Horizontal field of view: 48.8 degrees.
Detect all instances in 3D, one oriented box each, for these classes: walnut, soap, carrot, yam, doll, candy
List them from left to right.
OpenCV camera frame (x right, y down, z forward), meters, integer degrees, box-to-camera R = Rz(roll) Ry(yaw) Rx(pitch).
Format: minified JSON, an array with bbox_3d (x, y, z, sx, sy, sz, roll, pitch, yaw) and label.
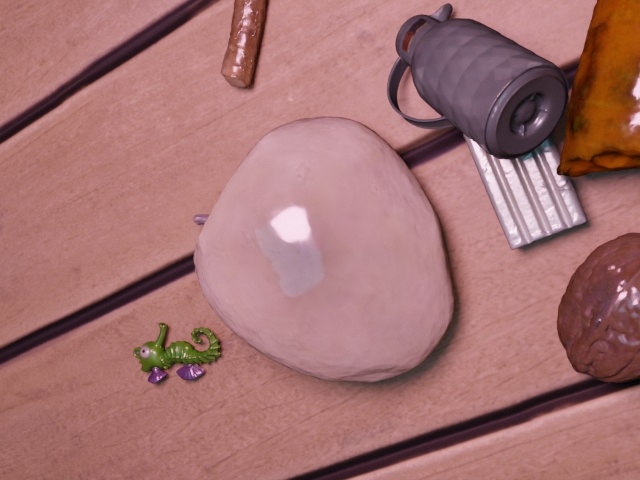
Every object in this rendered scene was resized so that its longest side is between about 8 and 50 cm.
[{"bbox_3d":[-0.273,0.210,1.339,0.191,0.050,0.115,-8,99,20],"label":"doll"},{"bbox_3d":[-0.124,-0.416,1.223,0.066,0.066,0.299,11,98,20],"label":"yam"},{"bbox_3d":[0.019,0.030,1.106,0.386,0.186,0.427,-45,91,2],"label":"candy"},{"bbox_3d":[0.312,-0.097,1.080,0.119,0.066,0.197,-23,86,19],"label":"soap"},{"bbox_3d":[0.432,0.106,1.004,0.178,0.178,0.230,36,117,15],"label":"walnut"},{"bbox_3d":[0.462,-0.227,0.923,0.242,0.241,0.340,17,103,19],"label":"carrot"}]

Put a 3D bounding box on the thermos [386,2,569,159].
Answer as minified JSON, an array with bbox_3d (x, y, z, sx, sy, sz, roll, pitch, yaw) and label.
[{"bbox_3d":[0.205,-0.232,1.036,0.182,0.145,0.286,-51,45,10],"label":"thermos"}]

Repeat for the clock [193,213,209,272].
[{"bbox_3d":[-0.145,0.015,1.257,0.176,0.080,0.117,4,95,21],"label":"clock"}]
